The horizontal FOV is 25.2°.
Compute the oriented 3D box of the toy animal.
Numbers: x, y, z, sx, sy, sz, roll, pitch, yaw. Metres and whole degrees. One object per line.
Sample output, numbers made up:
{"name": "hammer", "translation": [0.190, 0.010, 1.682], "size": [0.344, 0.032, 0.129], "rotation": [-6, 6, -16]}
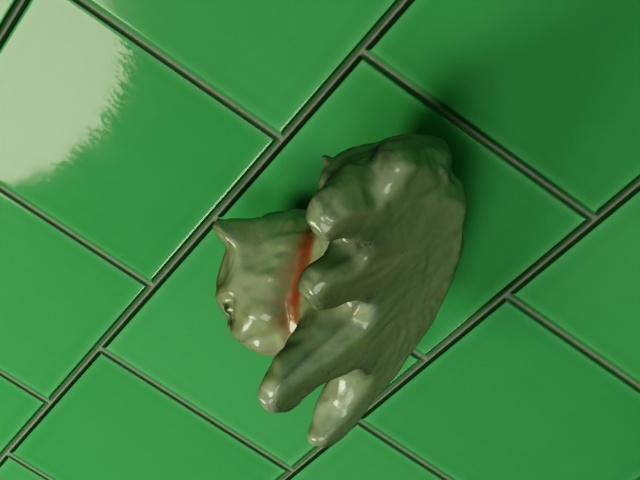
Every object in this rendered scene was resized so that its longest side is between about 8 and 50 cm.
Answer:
{"name": "toy animal", "translation": [0.000, 0.000, 1.203], "size": [0.266, 0.188, 0.308], "rotation": [-40, 150, 7]}
